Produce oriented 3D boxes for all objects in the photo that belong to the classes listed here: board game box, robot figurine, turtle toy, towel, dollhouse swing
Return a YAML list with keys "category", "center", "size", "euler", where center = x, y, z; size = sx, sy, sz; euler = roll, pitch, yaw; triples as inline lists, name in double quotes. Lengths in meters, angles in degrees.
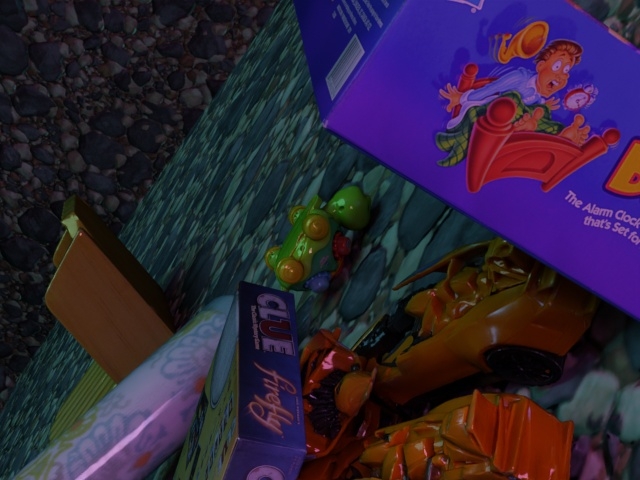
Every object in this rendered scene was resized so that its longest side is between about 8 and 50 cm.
- category: "board game box"
  center: [0.104, -0.079, 0.489]
  size: [0.078, 0.233, 0.347]
  euler: [-55, 17, 17]
- category: "robot figurine"
  center: [0.053, 0.098, 0.599]
  size: [0.291, 0.085, 0.211]
  euler: [-35, 30, 55]
- category: "board game box"
  center: [-0.068, 0.173, 0.650]
  size: [0.165, 0.042, 0.243]
  euler: [-98, 25, -60]
- category: "turtle toy"
  center: [0.000, 0.000, 0.962]
  size: [0.130, 0.066, 0.095]
  euler: [-59, 16, 2]
- category: "towel"
  center: [-0.202, 0.200, 0.969]
  size: [0.320, 0.090, 0.374]
  euler: [-43, 1, -20]
- category: "dollhouse swing"
  center: [-0.413, 0.151, 1.578]
  size: [0.305, 0.315, 0.347]
  euler: [-39, 17, -3]

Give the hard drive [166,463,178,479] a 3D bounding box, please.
- category: "hard drive"
  center: [-0.131, 0.314, 0.856]
  size: [0.203, 0.040, 0.307]
  euler: [-54, 16, 18]
